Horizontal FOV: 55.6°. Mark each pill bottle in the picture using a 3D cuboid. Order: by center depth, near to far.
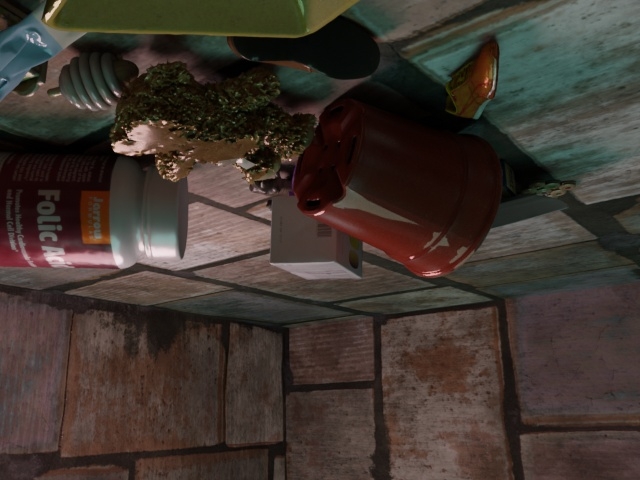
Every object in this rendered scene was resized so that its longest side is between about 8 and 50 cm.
[{"bbox_3d":[-0.465,-0.056,1.180,0.391,0.224,0.224,1,164,-6],"label":"pill bottle"}]

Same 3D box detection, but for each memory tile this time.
[{"bbox_3d":[0.513,-0.109,1.419,0.113,0.012,0.148,2,164,-8],"label":"memory tile"}]

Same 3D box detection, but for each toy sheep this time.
[{"bbox_3d":[-0.321,-0.224,0.860,0.132,0.091,0.091,-20,162,1],"label":"toy sheep"}]

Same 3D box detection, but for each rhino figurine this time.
[{"bbox_3d":[-0.064,-0.099,1.323,0.106,0.073,0.243,-8,161,37],"label":"rhino figurine"}]

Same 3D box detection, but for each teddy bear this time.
[{"bbox_3d":[-0.157,-0.179,0.935,0.337,0.113,0.245,-1,156,-31],"label":"teddy bear"}]

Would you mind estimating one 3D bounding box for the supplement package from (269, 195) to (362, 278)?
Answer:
[{"bbox_3d":[0.000,0.000,1.264,0.133,0.139,0.244,-2,169,16],"label":"supplement package"}]

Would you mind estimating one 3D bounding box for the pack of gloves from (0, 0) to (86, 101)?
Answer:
[{"bbox_3d":[-0.355,-0.256,0.659,0.232,0.046,0.195,-41,165,-5],"label":"pack of gloves"}]

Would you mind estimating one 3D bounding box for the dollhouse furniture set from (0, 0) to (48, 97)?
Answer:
[{"bbox_3d":[-0.460,-0.247,0.737,0.160,0.101,0.182,-9,162,26],"label":"dollhouse furniture set"}]

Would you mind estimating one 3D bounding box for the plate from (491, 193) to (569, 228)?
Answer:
[{"bbox_3d":[0.347,-0.059,1.336,0.277,0.045,0.278,-14,-174,-13],"label":"plate"}]

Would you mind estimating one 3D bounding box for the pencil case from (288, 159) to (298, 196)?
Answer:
[{"bbox_3d":[0.044,-0.115,1.238,0.206,0.086,0.088,8,133,-18],"label":"pencil case"}]

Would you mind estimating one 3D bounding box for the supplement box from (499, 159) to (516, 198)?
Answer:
[{"bbox_3d":[0.360,-0.123,1.282,0.083,0.056,0.083,-10,162,31],"label":"supplement box"}]

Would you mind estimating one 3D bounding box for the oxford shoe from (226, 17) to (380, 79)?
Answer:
[{"bbox_3d":[-0.021,-0.261,0.808,0.212,0.076,0.076,4,-167,-24],"label":"oxford shoe"}]

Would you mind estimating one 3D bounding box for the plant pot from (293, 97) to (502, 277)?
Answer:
[{"bbox_3d":[0.115,-0.099,1.035,0.265,0.273,0.272,18,157,-29],"label":"plant pot"}]

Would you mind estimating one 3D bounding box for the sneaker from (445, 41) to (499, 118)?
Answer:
[{"bbox_3d":[0.224,-0.231,0.901,0.067,0.064,0.175,9,161,1],"label":"sneaker"}]

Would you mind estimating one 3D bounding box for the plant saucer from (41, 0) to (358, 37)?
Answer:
[{"bbox_3d":[-0.033,-0.286,0.516,0.332,0.081,0.332,-16,178,-44],"label":"plant saucer"}]
